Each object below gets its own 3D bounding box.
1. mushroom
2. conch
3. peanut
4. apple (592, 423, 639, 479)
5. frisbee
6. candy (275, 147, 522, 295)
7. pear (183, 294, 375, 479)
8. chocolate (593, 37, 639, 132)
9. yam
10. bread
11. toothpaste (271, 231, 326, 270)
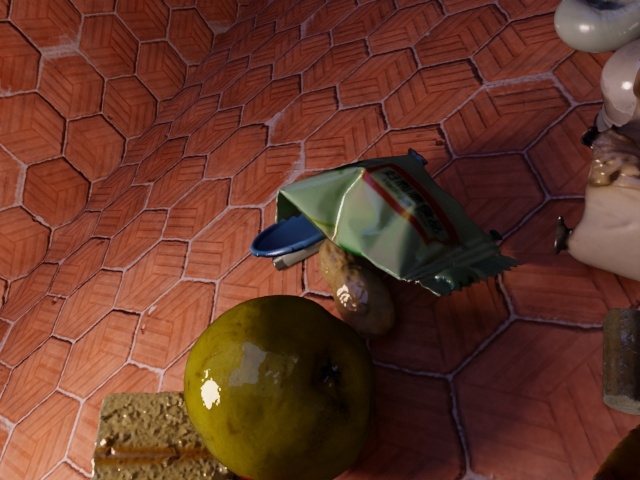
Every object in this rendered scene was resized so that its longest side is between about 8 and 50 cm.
[{"bbox_3d":[0.565,-0.071,0.670,0.397,0.224,0.313,25,60,39],"label":"mushroom"},{"bbox_3d":[0.600,-0.460,1.077,0.221,0.121,0.185,18,61,40],"label":"conch"},{"bbox_3d":[0.063,0.079,0.984,0.101,0.117,0.263,-16,33,-6],"label":"peanut"},{"bbox_3d":[0.299,0.333,0.455,0.254,0.179,0.346,38,63,14],"label":"apple"},{"bbox_3d":[-0.039,-0.018,1.148,0.242,0.045,0.242,-23,18,8],"label":"frisbee"},{"bbox_3d":[0.132,-0.028,0.919,0.263,0.172,0.398,-22,44,-35],"label":"candy"},{"bbox_3d":[-0.080,0.231,0.826,0.375,0.287,0.287,-22,36,55],"label":"pear"},{"bbox_3d":[0.568,-0.277,0.901,0.221,0.147,0.221,-22,37,18],"label":"chocolate"},{"bbox_3d":[0.396,0.156,0.683,0.054,0.054,0.132,-5,50,36],"label":"yam"},{"bbox_3d":[-0.264,0.425,0.936,0.236,0.198,0.263,-4,41,-10],"label":"bread"},{"bbox_3d":[0.000,0.000,1.175,0.239,0.039,0.062,-28,28,11],"label":"toothpaste"}]
